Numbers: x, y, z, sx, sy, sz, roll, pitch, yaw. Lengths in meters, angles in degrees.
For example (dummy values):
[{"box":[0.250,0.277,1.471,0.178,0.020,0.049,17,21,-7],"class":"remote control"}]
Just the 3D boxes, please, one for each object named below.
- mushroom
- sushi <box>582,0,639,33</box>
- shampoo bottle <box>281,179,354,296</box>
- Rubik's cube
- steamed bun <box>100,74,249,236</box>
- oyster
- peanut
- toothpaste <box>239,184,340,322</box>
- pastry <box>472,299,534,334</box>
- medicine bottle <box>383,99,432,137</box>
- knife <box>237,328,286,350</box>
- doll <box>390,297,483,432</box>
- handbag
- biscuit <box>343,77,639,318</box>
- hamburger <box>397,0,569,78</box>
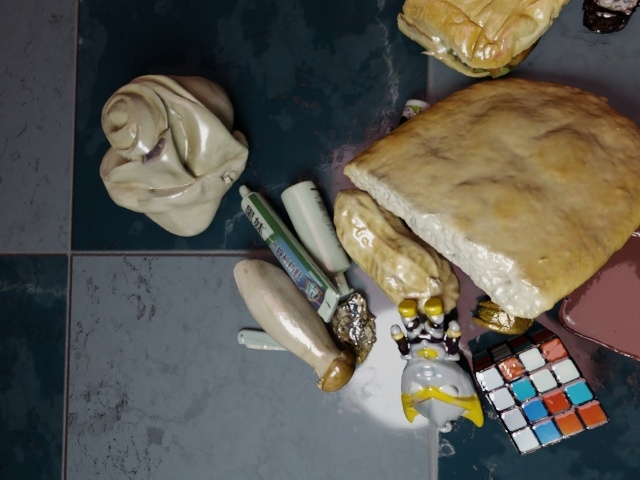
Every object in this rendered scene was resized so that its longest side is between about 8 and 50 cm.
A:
[{"box":[-0.061,0.172,0.910,0.128,0.128,0.350,-47,72,10],"class":"mushroom"},{"box":[0.534,-0.443,0.777,0.097,0.084,0.094,12,95,22],"class":"sushi"},{"box":[0.000,0.000,0.925,0.085,0.085,0.263,-26,80,15],"class":"shampoo bottle"},{"box":[0.382,0.260,0.759,0.155,0.151,0.154,-30,78,14],"class":"Rubik's cube"},{"box":[-0.359,-0.222,0.963,0.342,0.255,0.368,39,97,18],"class":"steamed bun"},{"box":[0.072,0.197,0.912,0.103,0.051,0.148,-24,91,22],"class":"oyster"},{"box":[0.141,0.022,0.845,0.140,0.153,0.325,-44,83,9],"class":"peanut"},{"box":[-0.083,0.008,0.925,0.392,0.061,0.099,51,143,29],"class":"toothpaste"},{"box":[0.349,0.144,0.801,0.109,0.097,0.057,9,90,17],"class":"pastry"},{"box":[0.167,-0.186,0.899,0.092,0.061,0.221,19,94,42],"class":"medicine bottle"},{"box":[-0.121,0.237,0.984,0.162,0.023,0.044,3,86,18],"class":"knife"},{"box":[0.220,0.251,0.800,0.145,0.103,0.317,-16,110,-1],"class":"doll"},{"box":[0.577,0.073,0.713,0.259,0.084,0.276,23,95,36],"class":"handbag"},{"box":[0.330,-0.122,0.724,0.446,0.104,0.429,-33,54,-6],"class":"biscuit"},{"box":[0.333,-0.419,0.800,0.329,0.162,0.209,-22,84,13],"class":"hamburger"}]
